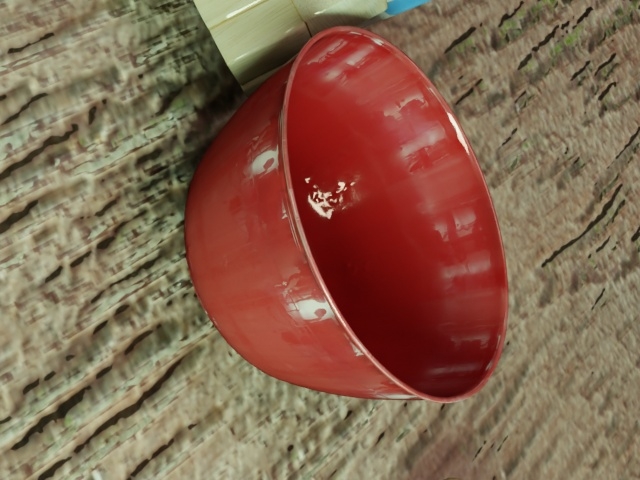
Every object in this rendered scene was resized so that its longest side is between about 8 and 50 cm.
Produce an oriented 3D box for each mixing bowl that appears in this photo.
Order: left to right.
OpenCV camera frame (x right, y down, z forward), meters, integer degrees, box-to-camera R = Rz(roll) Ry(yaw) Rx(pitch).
[{"bbox_3d":[0.000,0.000,0.900,0.181,0.098,0.181,34,46,-45],"label":"mixing bowl"}]

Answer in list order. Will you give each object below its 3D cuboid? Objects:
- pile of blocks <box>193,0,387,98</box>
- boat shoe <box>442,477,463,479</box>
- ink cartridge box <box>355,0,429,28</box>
[{"bbox_3d":[-0.058,-0.225,0.860,0.362,0.113,0.149,62,1,-42],"label":"pile of blocks"},{"bbox_3d":[0.100,0.194,0.980,0.170,0.063,0.059,59,39,-16],"label":"boat shoe"},{"bbox_3d":[0.046,-0.230,1.029,0.168,0.171,0.232,62,33,-13],"label":"ink cartridge box"}]
